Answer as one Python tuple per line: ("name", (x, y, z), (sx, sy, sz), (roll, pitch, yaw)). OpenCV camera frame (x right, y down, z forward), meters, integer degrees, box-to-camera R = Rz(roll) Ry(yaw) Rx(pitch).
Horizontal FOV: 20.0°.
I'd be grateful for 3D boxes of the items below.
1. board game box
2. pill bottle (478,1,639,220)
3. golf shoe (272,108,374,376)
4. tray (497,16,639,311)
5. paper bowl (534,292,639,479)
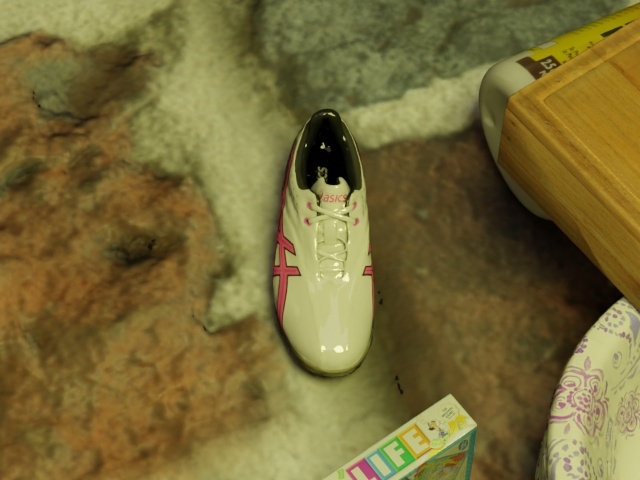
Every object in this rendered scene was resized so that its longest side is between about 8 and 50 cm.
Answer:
("board game box", (0.040, 0.161, 1.066), (0.103, 0.154, 0.026), (-32, 63, -18))
("pill bottle", (0.226, -0.104, 1.251), (0.215, 0.117, 0.117), (-24, 60, -14))
("golf shoe", (0.000, 0.000, 1.209), (0.067, 0.086, 0.186), (-3, 59, -3))
("tray", (0.310, 0.023, 1.025), (0.203, 0.076, 0.411), (-31, 62, -19))
("paper bowl", (0.268, 0.159, 1.067), (0.284, 0.148, 0.284), (-1, 57, 1))
